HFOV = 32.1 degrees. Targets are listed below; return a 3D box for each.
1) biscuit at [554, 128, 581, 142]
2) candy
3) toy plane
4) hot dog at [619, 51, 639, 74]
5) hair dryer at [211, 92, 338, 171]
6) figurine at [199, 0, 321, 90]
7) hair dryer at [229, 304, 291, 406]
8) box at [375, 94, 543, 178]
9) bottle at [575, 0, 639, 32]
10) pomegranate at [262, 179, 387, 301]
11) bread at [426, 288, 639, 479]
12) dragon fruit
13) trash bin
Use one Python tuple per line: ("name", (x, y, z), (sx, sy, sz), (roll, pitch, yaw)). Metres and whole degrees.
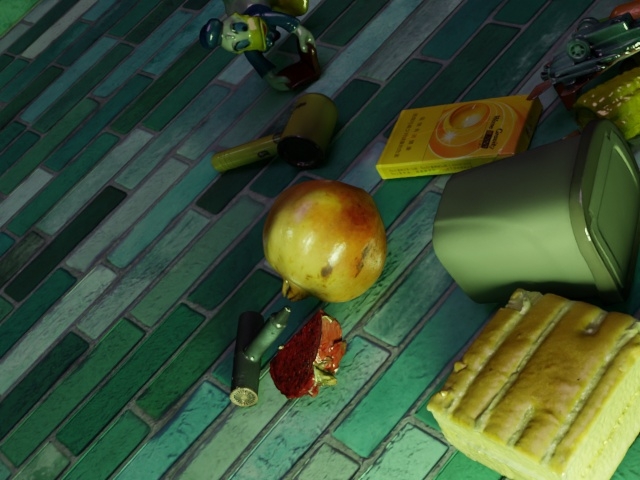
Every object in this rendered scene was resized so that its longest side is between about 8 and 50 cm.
("biscuit", (0.337, -0.119, 1.748), (0.205, 0.031, 0.138), (-32, -3, -26))
("candy", (0.501, -0.227, 1.743), (0.199, 0.094, 0.106), (-31, 31, -4))
("toy plane", (0.478, -0.321, 1.768), (0.326, 0.104, 0.223), (-32, 14, 38))
("hot dog", (0.558, -0.312, 1.821), (0.140, 0.060, 0.090), (-27, 34, 0))
("hair dryer", (-0.097, -0.194, 2.177), (0.279, 0.090, 0.135), (-14, 42, 35))
("figurine", (-0.136, -0.412, 2.320), (0.204, 0.283, 0.338), (-49, -15, 29))
("hair dryer", (-0.087, 0.139, 1.756), (0.173, 0.050, 0.194), (-91, 26, -48))
("box", (0.238, -0.179, 1.930), (0.269, 0.043, 0.152), (-4, 47, 35))
("bottle", (0.527, -0.374, 1.897), (0.187, 0.069, 0.069), (-11, 43, 30))
("pomegranate", (0.004, -0.005, 1.788), (0.209, 0.209, 0.209), (-21, 40, 18))
("bread", (0.296, 0.188, 1.435), (0.239, 0.111, 0.246), (21, 63, 47))
("dragon fruit", (-0.007, 0.192, 1.692), (0.162, 0.083, 0.106), (-44, 39, 36))
("trash bin", (0.311, -0.023, 1.572), (0.250, 0.219, 0.219), (-11, 42, 38))
